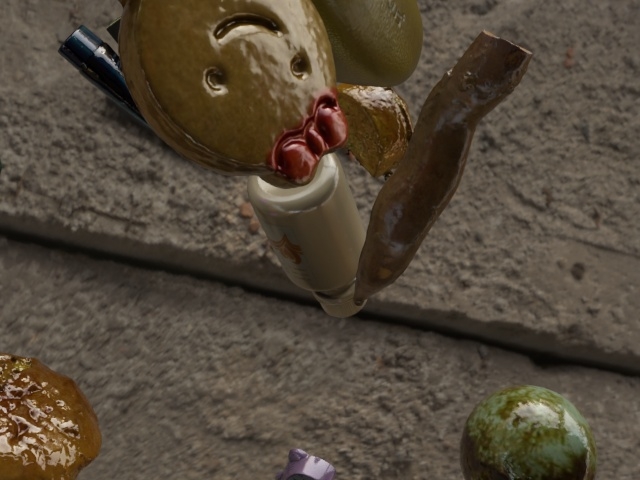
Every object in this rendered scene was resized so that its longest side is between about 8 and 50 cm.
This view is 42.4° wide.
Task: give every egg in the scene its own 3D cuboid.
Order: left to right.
[{"bbox_3d":[0.369,0.396,1.477,0.238,0.289,0.238,-4,33,3],"label":"egg"}]

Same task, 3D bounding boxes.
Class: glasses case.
[{"bbox_3d":[0.026,-0.321,1.071,0.371,0.141,0.173,39,69,-55],"label":"glasses case"}]

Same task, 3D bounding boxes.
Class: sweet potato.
[{"bbox_3d":[0.088,-0.051,0.730,0.059,0.281,0.067,21,18,-24],"label":"sweet potato"}]

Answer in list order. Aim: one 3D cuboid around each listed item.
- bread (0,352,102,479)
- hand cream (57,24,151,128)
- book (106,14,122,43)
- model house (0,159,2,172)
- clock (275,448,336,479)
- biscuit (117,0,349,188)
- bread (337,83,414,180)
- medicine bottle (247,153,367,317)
[{"bbox_3d":[-0.516,0.310,1.326,0.312,0.172,0.312,23,25,-12],"label":"bread"},{"bbox_3d":[-0.316,-0.248,1.396,0.270,0.061,0.120,42,20,-20],"label":"hand cream"},{"bbox_3d":[-0.293,-0.400,1.602,0.160,0.228,0.024,53,40,-21],"label":"book"},{"bbox_3d":[-0.540,-0.084,0.749,0.329,0.252,0.294,-32,90,-52],"label":"model house"},{"bbox_3d":[-0.040,0.503,1.701,0.110,0.152,0.050,30,38,6],"label":"clock"},{"bbox_3d":[-0.054,-0.133,0.428,0.166,0.036,0.225,-15,91,-42],"label":"biscuit"},{"bbox_3d":[0.102,-0.247,1.683,0.143,0.139,0.229,-33,75,-32],"label":"bread"},{"bbox_3d":[0.000,0.000,1.013,0.114,0.252,0.114,-10,49,12],"label":"medicine bottle"}]
